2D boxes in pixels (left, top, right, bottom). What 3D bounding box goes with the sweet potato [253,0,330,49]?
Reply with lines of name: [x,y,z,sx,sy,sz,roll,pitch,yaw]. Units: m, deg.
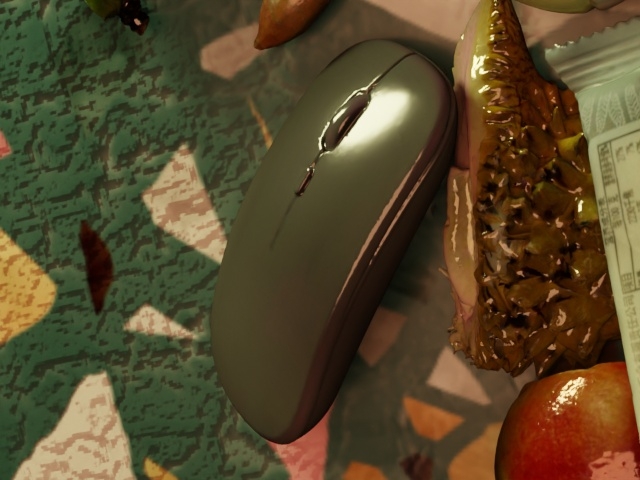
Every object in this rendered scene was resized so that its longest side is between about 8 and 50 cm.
sweet potato: [-0.008,-0.141,0.878,0.034,0.034,0.095,41,111,8]

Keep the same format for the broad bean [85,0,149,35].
broad bean: [-0.112,-0.218,0.893,0.061,0.046,0.195,13,105,8]

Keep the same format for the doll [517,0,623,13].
doll: [0.088,-0.203,0.805,0.296,0.117,0.141,26,99,27]

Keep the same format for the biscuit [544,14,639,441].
biscuit: [0.202,0.029,0.707,0.186,0.079,0.309,-24,72,52]

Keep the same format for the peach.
peach: [0.158,0.136,0.835,0.151,0.118,0.151,12,147,8]

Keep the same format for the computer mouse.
computer mouse: [-0.001,0.000,0.867,0.120,0.057,0.232,45,115,48]

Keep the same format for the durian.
durian: [0.111,-0.030,0.834,0.140,0.078,0.224,-13,96,19]
